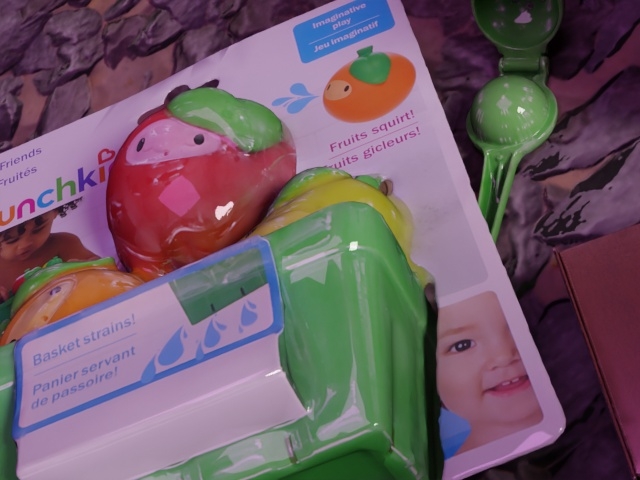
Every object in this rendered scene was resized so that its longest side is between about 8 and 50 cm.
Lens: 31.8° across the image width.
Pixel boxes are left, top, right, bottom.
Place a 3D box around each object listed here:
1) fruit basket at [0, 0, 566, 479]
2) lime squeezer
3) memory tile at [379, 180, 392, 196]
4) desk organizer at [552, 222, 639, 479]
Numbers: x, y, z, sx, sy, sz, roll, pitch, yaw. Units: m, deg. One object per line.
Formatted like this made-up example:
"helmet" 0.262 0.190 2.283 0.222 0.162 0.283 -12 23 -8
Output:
"fruit basket" -0.074 0.014 0.611 0.327 0.165 0.353 -22 53 10
"lime squeezer" 0.111 -0.102 0.656 0.059 0.110 0.310 4 96 12
"memory tile" 0.000 0.000 0.706 0.113 0.012 0.148 -17 56 18
"desk organizer" 0.164 0.059 0.566 0.050 0.047 0.130 -21 56 13
